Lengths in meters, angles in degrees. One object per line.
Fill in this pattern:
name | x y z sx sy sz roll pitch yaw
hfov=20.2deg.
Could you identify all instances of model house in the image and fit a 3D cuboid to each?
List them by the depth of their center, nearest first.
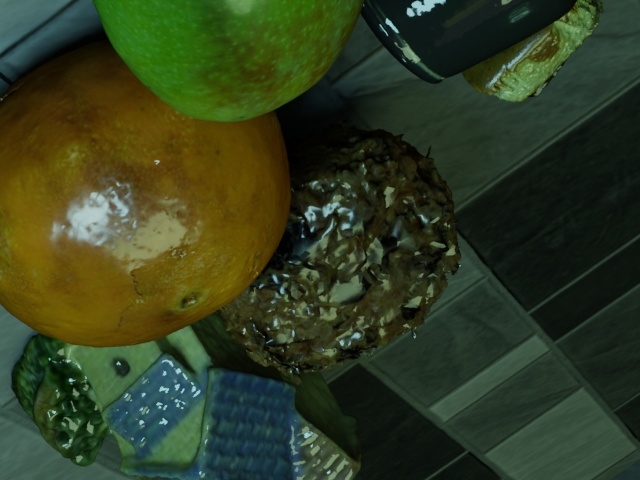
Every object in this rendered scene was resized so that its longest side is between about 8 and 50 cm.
model house | -0.132 0.202 1.857 0.261 0.266 0.321 -46 148 17

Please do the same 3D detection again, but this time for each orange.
orange | -0.160 -0.036 1.501 0.283 0.226 0.284 -22 155 -11

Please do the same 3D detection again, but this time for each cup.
cup | 0.102 -0.250 1.513 0.176 0.169 0.223 -34 117 19

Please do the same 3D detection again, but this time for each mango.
mango | -0.075 -0.253 1.276 0.225 0.201 0.382 -31 135 -18

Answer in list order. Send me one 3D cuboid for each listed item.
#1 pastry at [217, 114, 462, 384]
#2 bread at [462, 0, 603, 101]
pastry | 0.000 0.000 1.724 0.274 0.193 0.275 -17 135 -17
bread | 0.177 -0.207 1.660 0.140 0.128 0.069 -48 146 15
